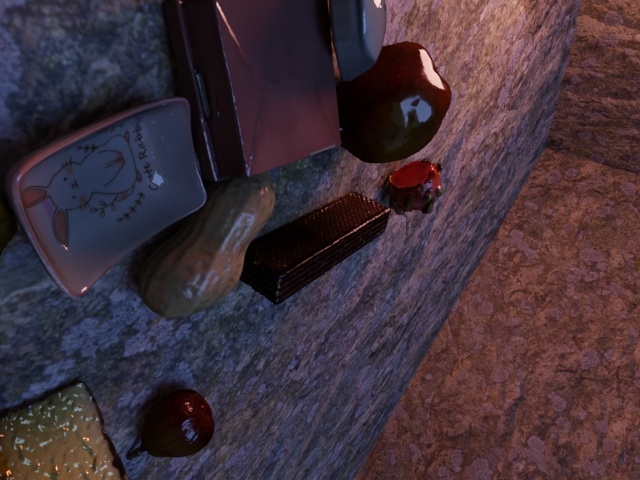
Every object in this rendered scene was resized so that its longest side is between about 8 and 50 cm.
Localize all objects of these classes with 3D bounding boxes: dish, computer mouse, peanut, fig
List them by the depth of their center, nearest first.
[{"bbox_3d":[-0.228,-0.061,0.466,0.212,0.077,0.151,-49,151,-44],"label":"dish"},{"bbox_3d":[-0.152,0.001,0.621,0.257,0.123,0.124,-55,150,-17],"label":"peanut"},{"bbox_3d":[0.053,-0.315,0.632,0.231,0.079,0.128,-81,168,-77],"label":"computer mouse"},{"bbox_3d":[-0.259,0.321,0.751,0.119,0.152,0.119,44,35,-43],"label":"fig"}]

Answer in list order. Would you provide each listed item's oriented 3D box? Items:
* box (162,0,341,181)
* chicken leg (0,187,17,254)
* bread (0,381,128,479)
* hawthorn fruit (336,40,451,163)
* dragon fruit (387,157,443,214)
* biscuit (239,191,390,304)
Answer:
[{"bbox_3d":[-0.071,-0.207,0.565,0.215,0.086,0.215,-31,122,-45],"label":"box"},{"bbox_3d":[-0.357,0.048,0.367,0.107,0.087,0.252,23,99,-50],"label":"chicken leg"},{"bbox_3d":[-0.386,0.310,0.513,0.266,0.178,0.142,-20,161,-47],"label":"bread"},{"bbox_3d":[0.108,-0.241,0.789,0.248,0.208,0.208,-31,140,-20],"label":"hawthorn fruit"},{"bbox_3d":[0.243,-0.131,1.140,0.133,0.150,0.208,-46,172,-30],"label":"dragon fruit"},{"bbox_3d":[0.000,0.000,0.872,0.388,0.107,0.073,-30,140,-45],"label":"biscuit"}]
